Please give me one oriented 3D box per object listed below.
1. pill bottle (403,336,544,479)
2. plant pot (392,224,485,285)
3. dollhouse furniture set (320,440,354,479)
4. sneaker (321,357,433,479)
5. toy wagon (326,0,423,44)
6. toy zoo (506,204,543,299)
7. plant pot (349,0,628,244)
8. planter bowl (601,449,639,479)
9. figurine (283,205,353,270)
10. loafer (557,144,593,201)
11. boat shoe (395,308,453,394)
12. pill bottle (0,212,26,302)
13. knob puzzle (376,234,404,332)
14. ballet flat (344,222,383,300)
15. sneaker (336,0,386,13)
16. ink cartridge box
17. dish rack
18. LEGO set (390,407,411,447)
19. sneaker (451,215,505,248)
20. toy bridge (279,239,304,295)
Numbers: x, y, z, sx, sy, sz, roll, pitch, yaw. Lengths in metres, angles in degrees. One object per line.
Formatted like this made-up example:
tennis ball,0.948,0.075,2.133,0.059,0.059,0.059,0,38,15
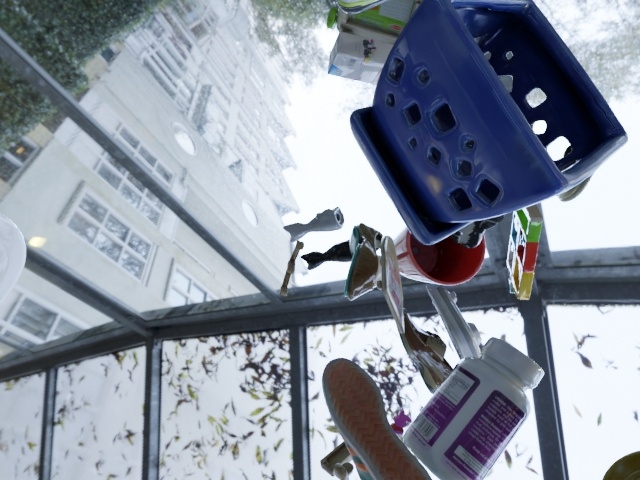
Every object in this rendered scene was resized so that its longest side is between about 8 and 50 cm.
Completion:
pill bottle,0.330,0.361,0.853,0.301,0.169,0.169,-49,-140,-7
plant pot,0.372,0.026,1.370,0.275,0.275,0.243,-52,-175,-16
dollhouse furniture set,0.092,0.556,1.072,0.144,0.123,0.151,-22,-161,-36
sneaker,0.087,0.368,0.739,0.108,0.121,0.302,-18,-126,-22
toy wagon,0.152,-0.587,1.083,0.268,0.344,0.068,20,-116,5
toy zoo,0.555,0.026,1.105,0.030,0.293,0.192,1,-151,15
plant pot,0.192,-0.140,0.510,0.236,0.235,0.212,-25,171,-37
planter bowl,0.644,0.505,0.721,0.217,0.090,0.217,-37,-161,15
figurine,0.000,0.000,1.368,0.210,0.214,0.092,-19,-153,24
loafer,0.712,-0.216,1.101,0.092,0.268,0.102,26,-123,17
boat shoe,0.341,0.344,1.283,0.120,0.323,0.122,-27,-159,10
pill bottle,-0.703,-0.008,0.640,0.362,0.204,0.204,18,-121,9
knob puzzle,0.146,0.074,0.863,0.030,0.213,0.213,-10,-134,19
ballet flat,0.134,0.051,1.051,0.124,0.116,0.342,12,-158,2
sneaker,0.133,-0.554,0.817,0.235,0.097,0.084,-30,-117,-2
ink cartridge box,0.119,-0.462,1.033,0.104,0.182,0.061,156,-59,-76
dish rack,0.425,0.302,1.170,0.073,0.332,0.285,-25,-157,8
LEGO set,0.310,0.535,1.104,0.087,0.227,0.093,-91,-158,-88
sneaker,0.444,-0.090,1.117,0.107,0.279,0.118,27,-117,8
toy bridge,-0.091,0.083,1.249,0.063,0.026,0.188,-96,-156,-67
